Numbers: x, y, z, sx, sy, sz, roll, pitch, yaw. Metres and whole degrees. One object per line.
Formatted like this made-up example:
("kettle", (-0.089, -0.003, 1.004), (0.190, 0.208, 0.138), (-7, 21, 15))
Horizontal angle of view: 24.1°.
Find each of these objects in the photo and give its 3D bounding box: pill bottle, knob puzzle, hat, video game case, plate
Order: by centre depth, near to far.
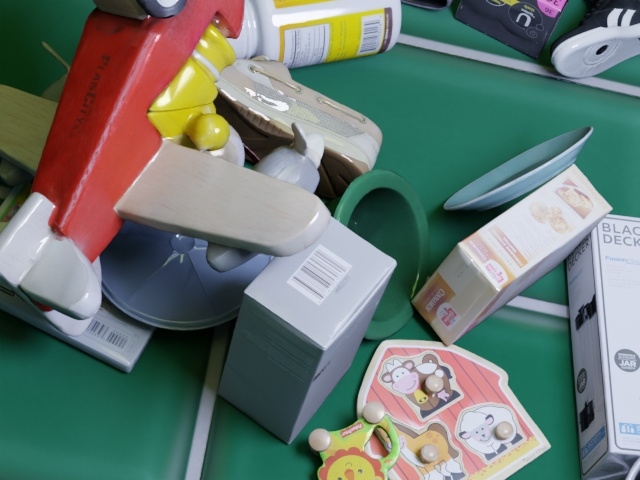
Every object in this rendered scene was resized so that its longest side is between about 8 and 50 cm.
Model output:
("knob puzzle", (0.123, 0.180, 1.573), (0.213, 0.030, 0.213), (5, 59, -8))
("video game case", (-0.251, 0.017, 1.595), (0.212, 0.023, 0.193), (26, 58, 5))
("hat", (0.000, 0.000, 1.652), (0.173, 0.183, 0.209), (13, 82, -49))
("plate", (0.224, -0.073, 1.665), (0.188, 0.188, 0.024), (-31, 96, -26))
("pill bottle", (-0.022, -0.262, 1.752), (0.214, 0.117, 0.117), (-11, 63, -18))

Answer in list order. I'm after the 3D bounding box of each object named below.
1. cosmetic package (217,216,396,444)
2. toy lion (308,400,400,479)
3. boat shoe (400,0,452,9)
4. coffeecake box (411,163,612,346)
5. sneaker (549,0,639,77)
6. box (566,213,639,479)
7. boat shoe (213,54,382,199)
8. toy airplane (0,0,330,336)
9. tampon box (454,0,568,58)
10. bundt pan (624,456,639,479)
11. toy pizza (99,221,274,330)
("cosmetic package", (-0.018, 0.090, 1.477), (0.107, 0.238, 0.127), (34, 62, 12))
("toy lion", (0.038, 0.226, 1.520), (0.100, 0.034, 0.096), (-27, 73, -8))
("boat shoe", (0.072, -0.334, 1.841), (0.206, 0.075, 0.065), (13, 55, -9))
("coffeecake box", (0.204, 0.017, 1.609), (0.185, 0.142, 0.068), (-33, 77, -31))
("sneaker", (0.346, -0.281, 1.871), (0.216, 0.079, 0.121), (-18, 62, -30))
("box", (0.364, 0.120, 1.625), (0.169, 0.087, 0.290), (7, 58, -8))
("boat shoe", (-0.073, -0.153, 1.688), (0.302, 0.109, 0.098), (26, 53, -3))
("toy airplane", (-0.180, -0.082, 1.484), (0.272, 0.384, 0.386), (20, 44, -53))
("tampon box", (0.260, -0.333, 1.861), (0.120, 0.101, 0.161), (27, 58, 5))
("bundt pan", (0.390, 0.357, 1.453), (0.330, 0.124, 0.331), (3, 69, -7))
("toy pizza", (-0.146, 0.009, 1.586), (0.201, 0.032, 0.201), (3, 59, -6))
